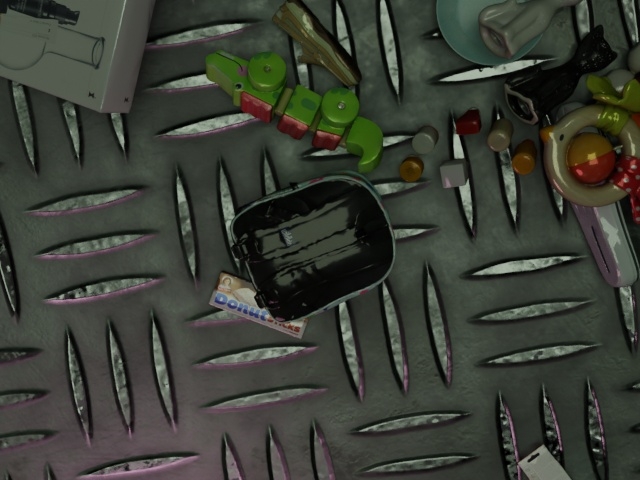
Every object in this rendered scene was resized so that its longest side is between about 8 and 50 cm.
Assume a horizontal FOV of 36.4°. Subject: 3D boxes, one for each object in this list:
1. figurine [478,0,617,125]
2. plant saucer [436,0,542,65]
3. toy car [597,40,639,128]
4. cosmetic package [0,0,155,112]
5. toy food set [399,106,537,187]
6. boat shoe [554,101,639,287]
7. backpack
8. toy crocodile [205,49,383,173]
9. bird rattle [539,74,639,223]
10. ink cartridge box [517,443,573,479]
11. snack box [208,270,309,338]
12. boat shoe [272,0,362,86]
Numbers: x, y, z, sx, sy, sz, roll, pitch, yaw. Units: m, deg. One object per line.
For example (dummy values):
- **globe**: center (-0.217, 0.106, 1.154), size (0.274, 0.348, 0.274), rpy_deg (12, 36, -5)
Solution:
- **figurine**: center (0.390, -0.338, 1.631), size (0.209, 0.092, 0.215), rpy_deg (-35, 119, -10)
- **plant saucer**: center (0.295, -0.399, 1.678), size (0.194, 0.037, 0.195), rpy_deg (0, 95, 1)
- **toy car**: center (0.568, -0.248, 1.640), size (0.182, 0.136, 0.159), rpy_deg (-45, 93, 6)
- **cosmetic package**: center (-0.408, -0.429, 1.590), size (0.284, 0.097, 0.377), rpy_deg (20, 104, 17)
- **toy food set**: center (0.255, -0.165, 1.692), size (0.232, 0.104, 0.111), rpy_deg (-7, 110, 19)
- **boat shoe**: center (0.502, -0.089, 1.682), size (0.119, 0.121, 0.335), rpy_deg (-22, 101, -11)
- **backpack**: center (0.000, 0.000, 1.648), size (0.253, 0.191, 0.225), rpy_deg (-23, 97, 10)
- **toy crocodile**: center (-0.044, -0.222, 1.648), size (0.340, 0.115, 0.105), rpy_deg (26, 71, -1)
- **bird rattle**: center (0.462, -0.137, 1.566), size (0.206, 0.143, 0.254), rpy_deg (-21, 108, 0)
- **ink cartridge box**: center (0.414, 0.428, 1.770), size (0.063, 0.029, 0.115), rpy_deg (-37, 93, 5)
- **snack box**: center (-0.106, 0.115, 1.746), size (0.178, 0.022, 0.064), rpy_deg (21, 97, -2)
- **boat shoe**: center (-0.009, -0.331, 1.683), size (0.072, 0.068, 0.190), rpy_deg (-41, 84, 17)
